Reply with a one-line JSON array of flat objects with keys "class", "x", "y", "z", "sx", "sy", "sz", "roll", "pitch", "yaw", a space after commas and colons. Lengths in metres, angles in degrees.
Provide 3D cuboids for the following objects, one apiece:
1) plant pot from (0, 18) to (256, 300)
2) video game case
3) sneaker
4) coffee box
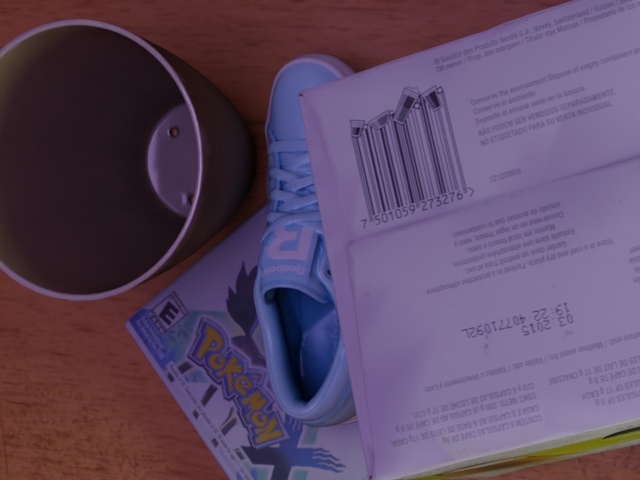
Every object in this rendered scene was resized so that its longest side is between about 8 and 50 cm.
[{"class": "plant pot", "x": -0.173, "y": -0.076, "z": 1.773, "sx": 0.256, "sy": 0.274, "sz": 0.257, "roll": 1, "pitch": 92, "yaw": 22}, {"class": "video game case", "x": -0.002, "y": 0.128, "z": 1.842, "sx": 0.300, "sy": 0.036, "sz": 0.329, "roll": -39, "pitch": 78, "yaw": 18}, {"class": "sneaker", "x": 0.000, "y": 0.000, "z": 1.736, "sx": 0.135, "sy": 0.150, "sz": 0.366, "roll": -7, "pitch": 90, "yaw": 20}, {"class": "coffee box", "x": 0.220, "y": 0.011, "z": 1.570, "sx": 0.337, "sy": 0.334, "sz": 0.338, "roll": -16, "pitch": 78, "yaw": 22}]
